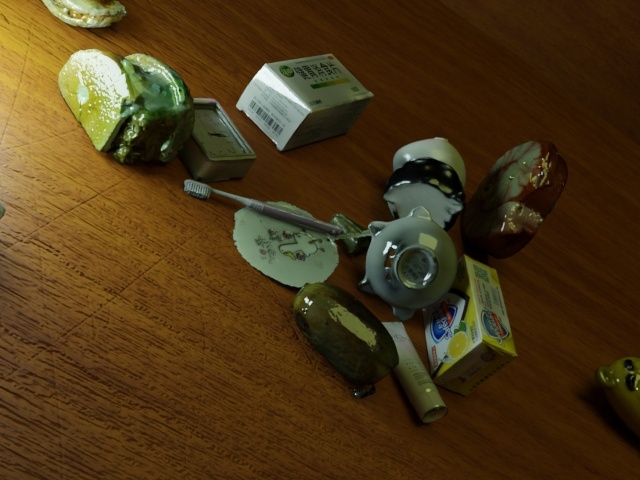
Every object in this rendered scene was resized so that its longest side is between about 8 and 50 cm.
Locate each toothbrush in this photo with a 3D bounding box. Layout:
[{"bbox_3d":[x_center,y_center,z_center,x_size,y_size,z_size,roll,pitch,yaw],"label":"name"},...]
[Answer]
[{"bbox_3d":[-0.117,-0.064,1.694,0.354,0.024,0.029,17,50,-18],"label":"toothbrush"}]

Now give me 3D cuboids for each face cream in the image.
[{"bbox_3d":[0.179,0.258,1.629,0.092,0.058,0.243,6,40,-34],"label":"face cream"}]

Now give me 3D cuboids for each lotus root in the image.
[{"bbox_3d":[0.047,0.174,1.533,0.241,0.123,0.124,46,25,4],"label":"lotus root"}]

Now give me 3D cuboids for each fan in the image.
[{"bbox_3d":[0.000,0.000,1.733,0.415,0.012,0.233,-5,55,-34],"label":"fan"}]

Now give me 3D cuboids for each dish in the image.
[{"bbox_3d":[0.188,0.056,1.714,0.086,0.228,0.236,-117,-167,-85],"label":"dish"}]

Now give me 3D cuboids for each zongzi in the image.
[{"bbox_3d":[0.085,-0.024,1.852,0.113,0.052,0.104,-19,68,-45],"label":"zongzi"}]

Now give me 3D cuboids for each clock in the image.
[{"bbox_3d":[-0.246,-0.221,1.747,0.147,0.071,0.192,-9,57,-49],"label":"clock"}]

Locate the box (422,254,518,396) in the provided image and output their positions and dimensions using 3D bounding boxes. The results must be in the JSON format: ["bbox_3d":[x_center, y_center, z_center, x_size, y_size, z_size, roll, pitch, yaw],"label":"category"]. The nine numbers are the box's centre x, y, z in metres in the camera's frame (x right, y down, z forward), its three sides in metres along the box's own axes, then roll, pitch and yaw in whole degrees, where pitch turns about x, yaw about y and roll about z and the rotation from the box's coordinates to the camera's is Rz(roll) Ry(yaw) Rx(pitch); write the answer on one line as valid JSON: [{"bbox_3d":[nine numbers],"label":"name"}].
[{"bbox_3d":[0.314,0.182,1.745,0.097,0.168,0.265,27,37,-22],"label":"box"}]

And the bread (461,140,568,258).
[{"bbox_3d":[0.509,-0.113,2.141,0.114,0.327,0.295,33,-6,-14],"label":"bread"}]

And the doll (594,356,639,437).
[{"bbox_3d":[0.868,0.446,1.995,0.423,0.161,0.348,-1,65,-39],"label":"doll"}]

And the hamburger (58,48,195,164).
[{"bbox_3d":[-0.375,-0.285,1.607,0.288,0.192,0.168,53,26,18],"label":"hamburger"}]

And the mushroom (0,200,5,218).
[{"bbox_3d":[-0.586,-0.087,1.253,0.212,0.088,0.097,36,66,4],"label":"mushroom"}]

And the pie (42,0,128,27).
[{"bbox_3d":[-0.543,-0.557,1.834,0.205,0.084,0.179,46,34,14],"label":"pie"}]

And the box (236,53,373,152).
[{"bbox_3d":[-0.034,-0.353,2.040,0.173,0.145,0.333,46,34,13],"label":"box"}]

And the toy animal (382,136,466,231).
[{"bbox_3d":[0.261,-0.138,2.039,0.212,0.212,0.266,33,30,-10],"label":"toy animal"}]
